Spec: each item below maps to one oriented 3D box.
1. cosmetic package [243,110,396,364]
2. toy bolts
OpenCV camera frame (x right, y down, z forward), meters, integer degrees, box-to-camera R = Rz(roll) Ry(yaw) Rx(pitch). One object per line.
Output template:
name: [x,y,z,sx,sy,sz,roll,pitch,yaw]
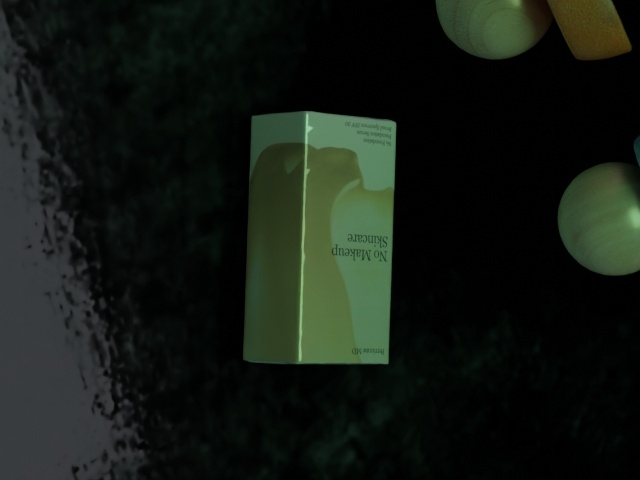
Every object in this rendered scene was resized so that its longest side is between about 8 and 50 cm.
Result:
cosmetic package: [0.000,0.000,0.869,0.060,0.041,0.115,2,88,-41]
toy bolts: [0.167,-0.098,0.988,0.228,0.158,0.218,63,13,-9]
